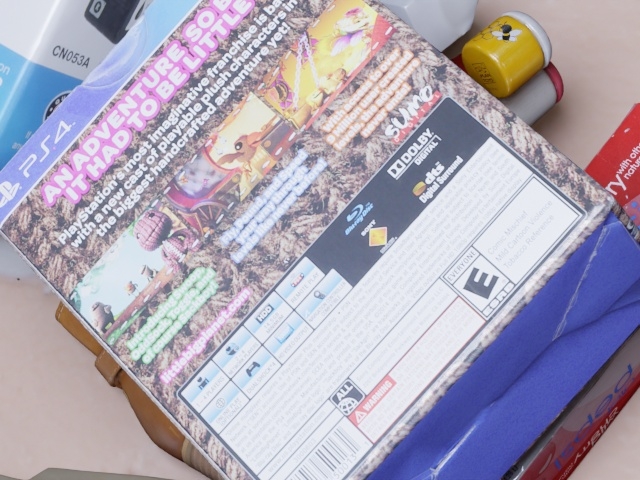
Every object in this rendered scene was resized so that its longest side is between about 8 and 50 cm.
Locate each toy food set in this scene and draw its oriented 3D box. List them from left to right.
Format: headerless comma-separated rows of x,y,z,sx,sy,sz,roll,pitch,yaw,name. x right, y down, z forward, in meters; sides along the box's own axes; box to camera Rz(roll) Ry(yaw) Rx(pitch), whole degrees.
0.086,-0.134,1.185,0.104,0.111,0.232,-40,31,-19,toy food set

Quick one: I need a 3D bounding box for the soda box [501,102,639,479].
0.146,0.053,1.115,0.092,0.083,0.263,36,80,25,soda box

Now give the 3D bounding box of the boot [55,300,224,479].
-0.014,0.013,1.181,0.220,0.109,0.283,38,89,30,boot

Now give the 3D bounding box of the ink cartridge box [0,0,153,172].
-0.126,-0.190,1.176,0.129,0.223,0.307,31,97,24,ink cartridge box

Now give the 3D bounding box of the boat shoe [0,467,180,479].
-0.212,0.190,1.145,0.307,0.111,0.104,0,75,22,boat shoe

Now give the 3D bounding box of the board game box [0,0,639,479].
0.000,0.000,1.033,0.232,0.141,0.291,-47,60,3,board game box
